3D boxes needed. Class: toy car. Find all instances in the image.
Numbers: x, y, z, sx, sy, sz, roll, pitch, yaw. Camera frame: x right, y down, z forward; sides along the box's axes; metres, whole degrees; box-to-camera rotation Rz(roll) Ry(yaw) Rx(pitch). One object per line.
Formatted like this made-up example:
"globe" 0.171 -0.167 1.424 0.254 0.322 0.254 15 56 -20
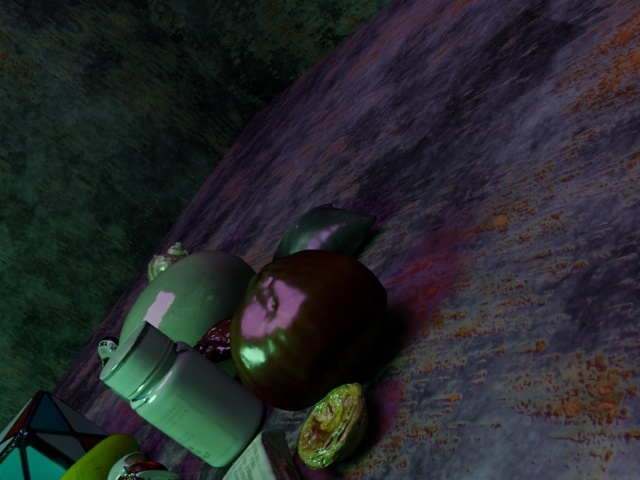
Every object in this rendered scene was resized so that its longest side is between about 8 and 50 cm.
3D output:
"toy car" -0.470 0.328 1.804 0.089 0.210 0.108 -11 38 47
"toy car" -0.338 0.446 1.332 0.112 0.112 0.139 36 96 40

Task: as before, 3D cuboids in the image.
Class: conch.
"conch" -0.412 0.149 2.157 0.210 0.158 0.292 -5 85 56

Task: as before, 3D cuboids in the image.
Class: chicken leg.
"chicken leg" -0.087 0.154 1.308 0.322 0.083 0.177 -20 2 4

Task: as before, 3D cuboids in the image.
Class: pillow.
"pillow" 0.000 0.000 1.483 0.186 0.106 0.250 -45 18 -10

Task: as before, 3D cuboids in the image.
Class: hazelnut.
"hazelnut" -0.021 0.124 1.084 0.251 0.217 0.217 -51 16 -14

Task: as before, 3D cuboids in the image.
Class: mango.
"mango" -0.460 0.507 1.526 0.175 0.143 0.293 -49 5 24

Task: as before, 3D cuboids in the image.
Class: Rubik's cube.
"Rubik's cube" -0.654 0.547 1.735 0.248 0.246 0.250 -49 16 3

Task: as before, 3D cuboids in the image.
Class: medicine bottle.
"medicine bottle" -0.233 0.259 1.251 0.143 0.258 0.143 -45 17 17

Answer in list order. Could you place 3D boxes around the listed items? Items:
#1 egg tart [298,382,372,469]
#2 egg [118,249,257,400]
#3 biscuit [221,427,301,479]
"egg tart" 0.024 0.248 0.972 0.130 0.052 0.130 -45 15 16
"egg" -0.258 0.180 1.496 0.258 0.258 0.352 -20 35 59
"biscuit" -0.079 0.362 0.946 0.186 0.079 0.309 -53 17 -4
